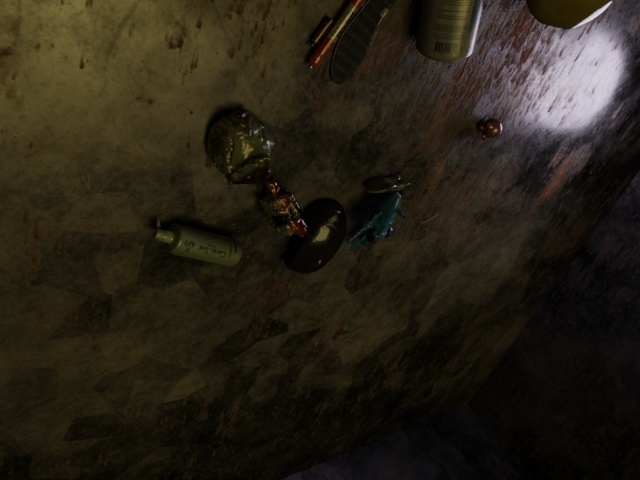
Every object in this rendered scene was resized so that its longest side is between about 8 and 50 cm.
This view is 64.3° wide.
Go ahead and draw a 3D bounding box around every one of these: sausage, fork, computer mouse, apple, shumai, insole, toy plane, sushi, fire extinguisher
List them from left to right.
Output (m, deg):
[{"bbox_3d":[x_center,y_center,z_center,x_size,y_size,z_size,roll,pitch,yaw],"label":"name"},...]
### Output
[{"bbox_3d":[-0.189,-0.221,1.268,0.184,0.142,0.184,-25,142,-21],"label":"shumai"},{"bbox_3d":[-0.116,-0.090,1.491,0.103,0.097,0.226,-36,127,-14],"label":"sushi"},{"bbox_3d":[-0.003,-0.505,1.239,0.028,0.022,0.083,38,103,-12],"label":"fire extinguisher"},{"bbox_3d":[0.000,0.000,1.668,0.170,0.100,0.269,3,125,-38],"label":"computer mouse"},{"bbox_3d":[0.046,-0.527,1.246,0.034,0.034,0.253,20,113,-48],"label":"sausage"},{"bbox_3d":[0.117,-0.544,1.306,0.110,0.012,0.309,18,115,-46],"label":"insole"},{"bbox_3d":[0.198,-0.061,1.719,0.254,0.105,0.271,-23,164,-41],"label":"toy plane"},{"bbox_3d":[0.423,-0.079,2.006,0.115,0.012,0.016,-31,145,-19],"label":"fork"},{"bbox_3d":[0.714,-0.729,1.423,0.262,0.262,0.262,-22,138,-21],"label":"apple"}]

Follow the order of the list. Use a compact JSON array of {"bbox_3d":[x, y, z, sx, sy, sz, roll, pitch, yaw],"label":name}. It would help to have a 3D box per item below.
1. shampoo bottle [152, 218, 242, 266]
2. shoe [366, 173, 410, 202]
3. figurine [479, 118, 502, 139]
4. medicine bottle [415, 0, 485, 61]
[{"bbox_3d":[-0.342,0.010,1.412,0.262,0.085,0.085,18,115,-46],"label":"shampoo bottle"},{"bbox_3d":[0.220,-0.164,1.716,0.169,0.071,0.099,-14,141,-30],"label":"shoe"},{"bbox_3d":[0.603,-0.397,1.797,0.083,0.071,0.066,28,65,-57],"label":"figurine"},{"bbox_3d":[0.339,-0.620,1.294,0.157,0.157,0.288,-21,138,-23],"label":"medicine bottle"}]
